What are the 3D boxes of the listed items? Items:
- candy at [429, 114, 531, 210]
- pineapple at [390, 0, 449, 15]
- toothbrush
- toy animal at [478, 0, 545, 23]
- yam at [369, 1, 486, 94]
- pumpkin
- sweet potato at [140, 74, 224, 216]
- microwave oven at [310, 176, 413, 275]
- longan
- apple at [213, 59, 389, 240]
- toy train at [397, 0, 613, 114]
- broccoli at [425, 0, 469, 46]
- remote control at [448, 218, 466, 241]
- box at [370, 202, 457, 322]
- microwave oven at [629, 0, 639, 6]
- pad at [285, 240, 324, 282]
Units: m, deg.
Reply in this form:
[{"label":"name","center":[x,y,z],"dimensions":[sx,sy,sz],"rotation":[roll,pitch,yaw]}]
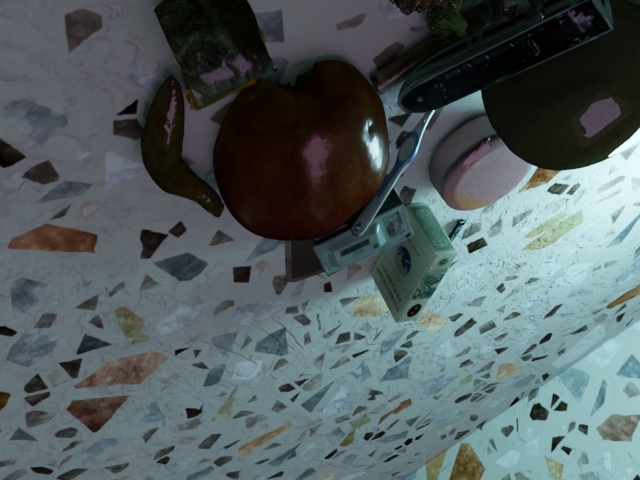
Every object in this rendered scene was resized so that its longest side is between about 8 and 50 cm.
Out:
[{"label":"candy","center":[0.364,-0.177,1.928],"dimensions":[0.255,0.094,0.255],"rotation":[-19,145,-14]},{"label":"pineapple","center":[0.166,-0.443,1.379],"dimensions":[0.166,0.166,0.193],"rotation":[-11,145,-25]},{"label":"toothbrush","center":[0.170,-0.173,1.729],"dimensions":[0.386,0.040,0.040],"rotation":[-57,144,-1]},{"label":"toy animal","center":[0.301,-0.426,1.371],"dimensions":[0.106,0.168,0.343],"rotation":[-5,180,-1]},{"label":"yam","center":[0.211,-0.363,1.617],"dimensions":[0.264,0.046,0.046],"rotation":[-32,146,8]},{"label":"pumpkin","center":[-0.153,-0.266,1.351],"dimensions":[0.139,0.190,0.280],"rotation":[-26,147,-6]},{"label":"sweet potato","center":[-0.259,-0.143,1.526],"dimensions":[0.108,0.079,0.346],"rotation":[-10,142,4]},{"label":"microwave oven","center":[0.069,-0.047,1.829],"dimensions":[0.208,0.162,0.122],"rotation":[-26,139,0]},{"label":"longan","center":[0.494,-0.309,1.662],"dimensions":[0.361,0.361,0.361],"rotation":[-19,145,-14]},{"label":"apple","center":[-0.030,-0.169,1.638],"dimensions":[0.329,0.295,0.365],"rotation":[-57,159,-28]},{"label":"toy train","center":[0.312,-0.342,1.540],"dimensions":[0.407,0.088,0.086],"rotation":[-21,135,34]},{"label":"broccoli","center":[0.237,-0.404,1.538],"dimensions":[0.097,0.092,0.095],"rotation":[-48,164,7]},{"label":"remote control","center":[0.340,-0.021,2.190],"dimensions":[0.034,0.016,0.091],"rotation":[-20,149,-42]},{"label":"box","center":[0.220,0.056,2.070],"dimensions":[0.069,0.164,0.256],"rotation":[-6,140,-27]},{"label":"microwave oven","center":[0.795,-0.350,1.779],"dimensions":[0.286,0.355,0.218],"rotation":[-1,137,-36]},{"label":"pad","center":[0.000,0.000,1.983],"dimensions":[0.176,0.002,0.266],"rotation":[-19,145,-15]}]
